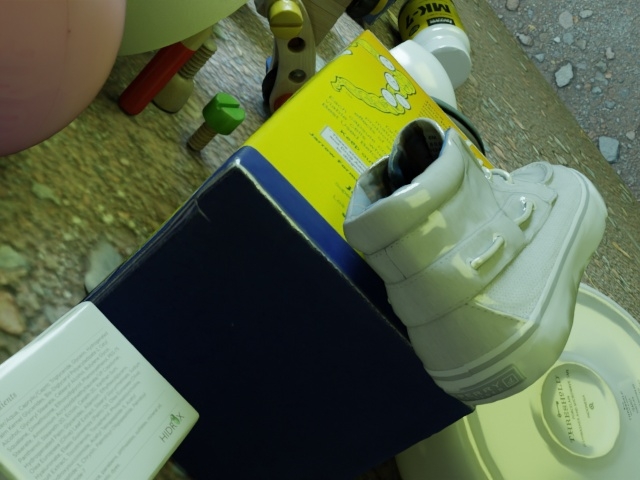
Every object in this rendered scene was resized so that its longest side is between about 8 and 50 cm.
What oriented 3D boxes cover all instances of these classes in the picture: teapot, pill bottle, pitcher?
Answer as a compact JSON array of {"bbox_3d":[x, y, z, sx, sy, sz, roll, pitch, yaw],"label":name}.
[{"bbox_3d":[0.154,0.155,0.609,0.252,0.187,0.256,40,58,0],"label":"teapot"},{"bbox_3d":[0.218,-0.379,1.399,0.119,0.119,0.208,32,34,-31],"label":"pill bottle"},{"bbox_3d":[0.131,-0.169,1.052,0.178,0.126,0.207,-37,99,-46],"label":"pitcher"}]

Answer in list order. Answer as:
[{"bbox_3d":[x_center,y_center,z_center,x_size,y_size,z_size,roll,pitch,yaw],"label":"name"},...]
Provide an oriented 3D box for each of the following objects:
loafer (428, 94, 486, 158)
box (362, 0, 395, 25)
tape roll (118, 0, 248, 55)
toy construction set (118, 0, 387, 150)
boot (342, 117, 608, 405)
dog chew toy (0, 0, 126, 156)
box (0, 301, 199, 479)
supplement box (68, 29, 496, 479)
[{"bbox_3d":[0.142,-0.059,0.800,0.267,0.096,0.084,39,41,-49],"label":"loafer"},{"bbox_3d":[0.015,-0.731,1.333,0.472,0.297,0.479,34,32,-25],"label":"box"},{"bbox_3d":[-0.152,-0.295,0.595,0.169,0.246,0.246,58,16,-47],"label":"tape roll"},{"bbox_3d":[-0.058,-0.248,0.734,0.257,0.237,0.308,43,30,-15],"label":"toy construction set"},{"bbox_3d":[0.096,-0.025,0.436,0.123,0.095,0.258,55,30,-9],"label":"boot"},{"bbox_3d":[-0.260,-0.125,0.362,0.206,0.207,0.332,54,36,5],"label":"dog chew toy"},{"bbox_3d":[-0.137,0.105,0.357,0.087,0.101,0.102,48,29,-4],"label":"box"},{"bbox_3d":[0.000,0.000,0.577,0.195,0.194,0.356,46,29,-9],"label":"supplement box"}]
